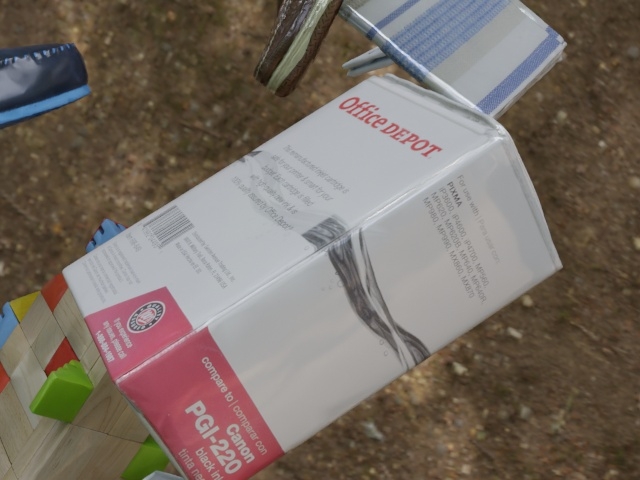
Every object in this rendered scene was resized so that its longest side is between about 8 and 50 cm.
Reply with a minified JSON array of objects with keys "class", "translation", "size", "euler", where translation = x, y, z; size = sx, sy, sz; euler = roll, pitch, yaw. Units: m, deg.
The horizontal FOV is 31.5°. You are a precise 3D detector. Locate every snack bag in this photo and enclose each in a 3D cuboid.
[{"class":"snack bag","translation":[0.222,-0.357,1.759],"size":[0.342,0.037,0.323],"euler":[-31,9,-13]}]

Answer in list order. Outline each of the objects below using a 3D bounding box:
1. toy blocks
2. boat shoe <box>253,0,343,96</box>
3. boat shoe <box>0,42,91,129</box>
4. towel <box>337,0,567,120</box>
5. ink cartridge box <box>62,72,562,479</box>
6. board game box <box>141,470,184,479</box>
[{"class":"toy blocks","translation":[-0.285,0.142,1.297],"size":[0.381,0.191,0.261],"euler":[-55,41,10]},{"class":"boat shoe","translation":[-0.015,-0.252,1.030],"size":[0.257,0.095,0.095],"euler":[-65,4,-20]},{"class":"boat shoe","translation":[-0.259,-0.087,0.627],"size":[0.109,0.258,0.089],"euler":[-177,73,-68]},{"class":"towel","translation":[0.105,-0.240,1.168],"size":[0.285,0.209,0.034],"euler":[40,137,6]},{"class":"ink cartridge box","translation":[-0.010,0.013,0.599],"size":[0.218,0.092,0.158],"euler":[-34,27,-7]},{"class":"board game box","translation":[-0.265,0.336,0.939],"size":[0.390,0.050,0.390],"euler":[-38,0,-16]}]
